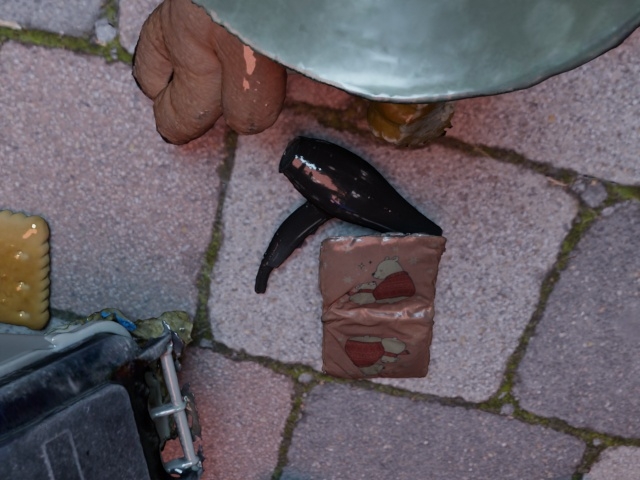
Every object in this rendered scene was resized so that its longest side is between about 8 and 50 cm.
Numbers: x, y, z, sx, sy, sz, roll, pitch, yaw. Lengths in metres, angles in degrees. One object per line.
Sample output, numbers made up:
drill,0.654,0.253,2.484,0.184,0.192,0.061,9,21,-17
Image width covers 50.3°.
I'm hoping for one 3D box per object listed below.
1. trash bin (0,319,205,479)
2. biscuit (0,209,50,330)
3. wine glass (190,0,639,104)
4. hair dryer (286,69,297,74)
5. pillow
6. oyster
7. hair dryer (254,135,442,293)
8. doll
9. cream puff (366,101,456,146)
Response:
trash bin,-0.342,0.213,0.729,0.367,0.296,0.256,1,110,40
biscuit,-0.445,0.023,0.804,0.249,0.030,0.160,11,117,-2
wine glass,0.061,-0.302,0.379,0.267,0.406,0.267,7,140,6
hair dryer,-0.019,-0.228,0.647,0.081,0.047,0.137,-1,111,5
pillow,0.065,0.078,0.773,0.135,0.049,0.248,-4,132,-2
oyster,-0.262,0.172,0.843,0.222,0.083,0.214,14,110,14
hair dryer,0.000,0.000,0.762,0.195,0.075,0.219,31,125,-22
doll,-0.061,-0.199,0.589,0.303,0.156,0.201,-34,83,51
cream puff,0.091,-0.167,0.623,0.121,0.156,0.156,1,123,-35
